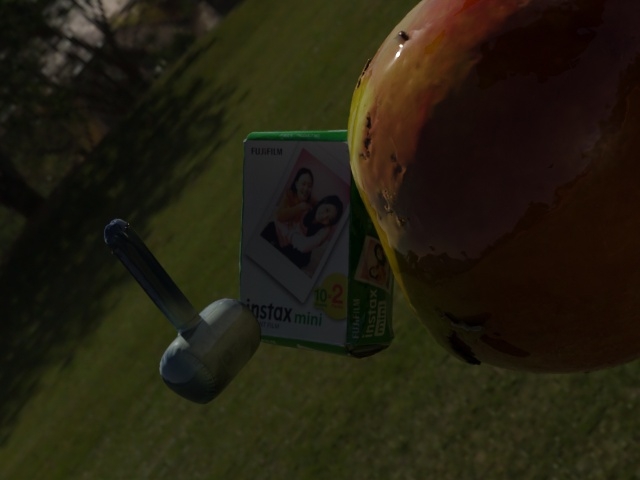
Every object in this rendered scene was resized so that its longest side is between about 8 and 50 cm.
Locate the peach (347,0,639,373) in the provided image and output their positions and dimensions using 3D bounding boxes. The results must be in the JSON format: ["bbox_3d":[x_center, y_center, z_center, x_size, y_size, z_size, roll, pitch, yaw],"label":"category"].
[{"bbox_3d":[0.205,-0.076,0.989,0.370,0.370,0.370,-47,11,12],"label":"peach"}]

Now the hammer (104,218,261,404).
[{"bbox_3d":[-0.144,0.058,1.227,0.069,0.194,0.116,-29,12,42],"label":"hammer"}]

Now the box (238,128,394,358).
[{"bbox_3d":[0.000,0.000,1.417,0.180,0.103,0.250,3,92,38],"label":"box"}]
